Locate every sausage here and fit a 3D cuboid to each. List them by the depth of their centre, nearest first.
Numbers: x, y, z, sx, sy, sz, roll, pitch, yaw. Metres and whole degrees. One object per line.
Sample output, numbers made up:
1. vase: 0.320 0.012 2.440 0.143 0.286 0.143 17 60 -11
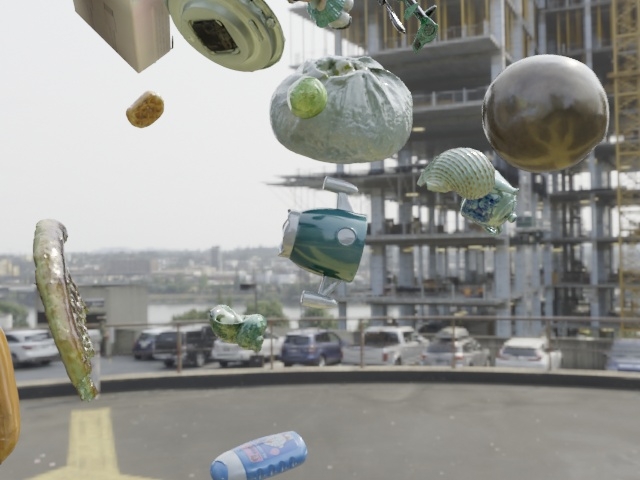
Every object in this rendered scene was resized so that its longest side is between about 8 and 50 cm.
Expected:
1. sausage: -0.847 0.397 1.785 0.134 0.354 0.116 -14 -5 23

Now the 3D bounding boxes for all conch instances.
1. conch: 0.282 -0.139 1.416 0.153 0.102 0.135 11 1 -13
2. conch: -0.264 0.289 2.269 0.188 0.122 0.176 13 -7 23

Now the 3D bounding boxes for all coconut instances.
1. coconut: -0.028 -0.299 1.445 0.088 0.088 0.096 -1 -5 3

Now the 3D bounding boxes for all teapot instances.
1. teapot: 0.481 -0.095 1.916 0.159 0.159 0.232 -1 -33 1

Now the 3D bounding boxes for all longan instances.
1. longan: 0.319 -0.178 0.983 0.167 0.167 0.187 -1 21 -12

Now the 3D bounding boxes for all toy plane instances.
1. toy plane: 0.209 -0.693 1.880 0.106 0.382 0.155 -16 -24 -47

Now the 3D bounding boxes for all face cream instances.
1. face cream: -0.173 0.596 1.874 0.264 0.083 0.149 -11 15 -30

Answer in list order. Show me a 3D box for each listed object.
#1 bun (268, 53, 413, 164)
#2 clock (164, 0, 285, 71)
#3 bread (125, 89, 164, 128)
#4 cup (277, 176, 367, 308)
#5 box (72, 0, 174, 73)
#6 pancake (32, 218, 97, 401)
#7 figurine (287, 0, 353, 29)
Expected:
1. bun: 0.052 -0.326 1.667 0.362 0.211 0.362 5 35 -4
2. clock: -0.176 -0.371 1.205 0.236 0.053 0.236 20 -23 9
3. bread: -0.465 -0.348 1.842 0.044 0.110 0.083 41 -7 37
4. cup: 0.000 0.000 1.526 0.173 0.300 0.167 14 -16 -8
5. box: -0.395 -0.483 1.357 0.106 0.203 0.252 -42 -5 -21
6. pancake: -0.536 0.138 1.485 0.067 0.305 0.427 -21 38 -10
7. figurine: -0.016 -0.539 1.448 0.110 0.138 0.245 11 -5 33
